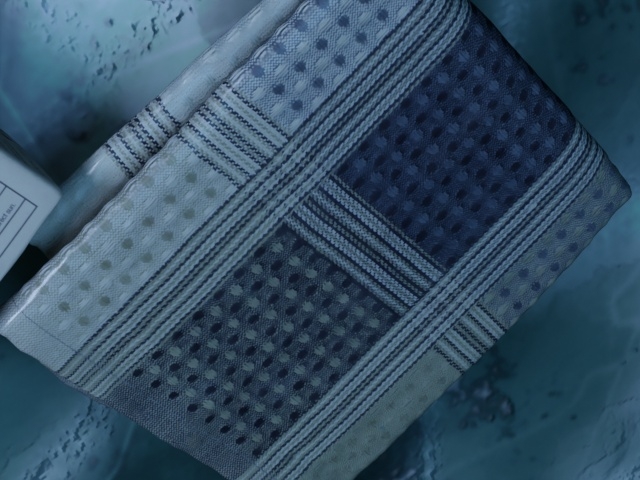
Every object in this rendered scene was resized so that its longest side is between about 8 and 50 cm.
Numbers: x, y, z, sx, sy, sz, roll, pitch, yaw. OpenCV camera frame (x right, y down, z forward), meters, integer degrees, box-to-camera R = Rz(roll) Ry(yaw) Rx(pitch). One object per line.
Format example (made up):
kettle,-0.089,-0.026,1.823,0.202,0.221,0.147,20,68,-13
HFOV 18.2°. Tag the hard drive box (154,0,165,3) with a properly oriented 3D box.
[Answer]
hard drive box,-0.180,-0.232,1.025,0.232,0.089,0.181,3,110,-29

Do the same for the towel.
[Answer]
towel,0.000,0.000,1.192,0.324,0.056,0.312,-46,134,5

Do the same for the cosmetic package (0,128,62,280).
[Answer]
cosmetic package,-0.305,-0.057,1.022,0.309,0.113,0.160,37,91,-34
